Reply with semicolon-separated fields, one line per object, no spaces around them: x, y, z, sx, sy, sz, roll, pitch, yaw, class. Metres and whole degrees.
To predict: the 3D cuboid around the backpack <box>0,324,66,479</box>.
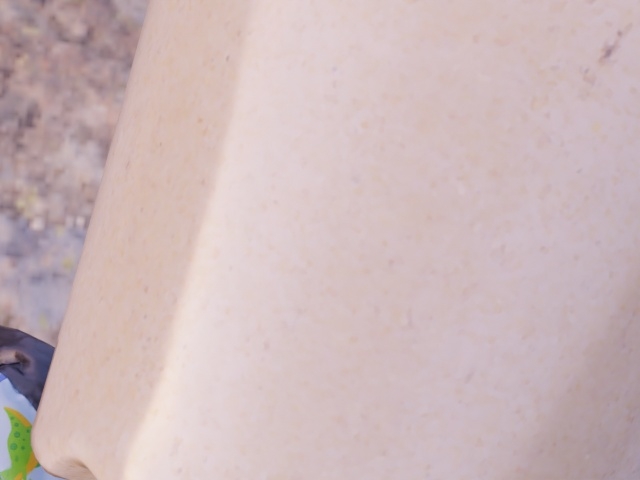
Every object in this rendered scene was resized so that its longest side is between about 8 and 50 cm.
-0.303;0.199;1.030;0.273;0.290;0.355;45;70;-21;backpack

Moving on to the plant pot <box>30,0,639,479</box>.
0.042;-0.017;0.656;0.334;0.334;0.305;23;88;6;plant pot
